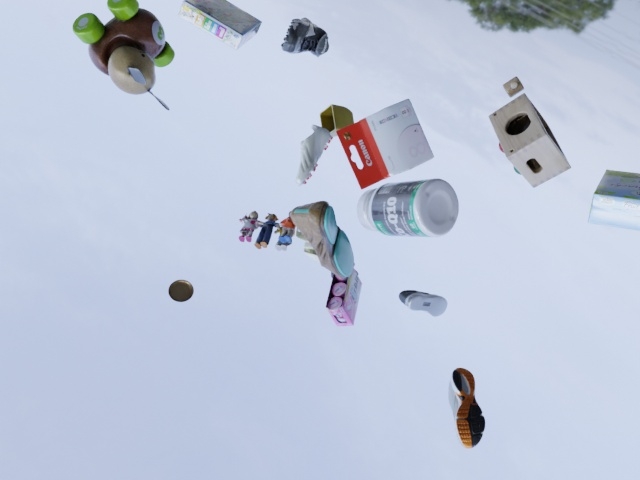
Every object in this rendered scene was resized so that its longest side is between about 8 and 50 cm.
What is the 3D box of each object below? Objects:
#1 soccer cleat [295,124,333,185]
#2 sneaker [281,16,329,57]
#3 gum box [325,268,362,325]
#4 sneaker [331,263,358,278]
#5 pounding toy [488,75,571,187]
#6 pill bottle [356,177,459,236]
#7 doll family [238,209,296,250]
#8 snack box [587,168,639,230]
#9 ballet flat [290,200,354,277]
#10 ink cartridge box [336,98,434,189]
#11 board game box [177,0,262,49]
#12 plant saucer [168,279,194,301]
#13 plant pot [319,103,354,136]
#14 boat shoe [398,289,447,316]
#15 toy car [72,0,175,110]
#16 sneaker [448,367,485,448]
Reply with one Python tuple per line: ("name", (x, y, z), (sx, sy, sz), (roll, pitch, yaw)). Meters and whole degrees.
("soccer cleat", (-0.035, -0.244, 1.458), (0.076, 0.068, 0.196), (29, -109, -6))
("sneaker", (-0.029, -0.516, 1.301), (0.106, 0.078, 0.234), (26, -150, -3))
("gum box", (0.078, 0.184, 1.677), (0.062, 0.107, 0.188), (-8, -136, 25))
("sneaker", (0.082, 0.085, 2.187), (0.108, 0.100, 0.271), (-9, -137, -14))
("pounding toy", (0.394, -0.239, 1.030), (0.181, 0.094, 0.206), (31, -141, -39))
("pill bottle", (0.306, -0.115, 1.856), (0.204, 0.204, 0.361), (0, -179, -32))
("doll family", (-0.177, -0.041, 1.921), (0.263, 0.118, 0.163), (1, -130, 20))
("snack box", (0.654, -0.080, 1.022), (0.175, 0.070, 0.207), (13, -152, 31))
("ballet flat", (0.000, 0.000, 1.363), (0.124, 0.342, 0.116), (7, -113, 19))
("ink cartridge box", (0.187, -0.275, 1.444), (0.232, 0.066, 0.189), (-27, -83, -22))
("board game box", (-0.164, -0.374, 0.856), (0.104, 0.026, 0.154), (28, -150, -10))
("plant saucer", (-0.471, 0.172, 1.712), (0.084, 0.015, 0.083), (7, -122, -12))
("plant pot", (0.056, -0.365, 1.560), (0.083, 0.081, 0.081), (-5, -96, -29))
("boat shoe", (0.226, 0.132, 1.106), (0.142, 0.049, 0.040), (17, -169, -42))
("toy car", (-0.333, -0.328, 0.932), (0.188, 0.149, 0.155), (55, 180, 27))
("sneaker", (0.488, 0.577, 1.725), (0.099, 0.121, 0.262), (5, -126, 0))
